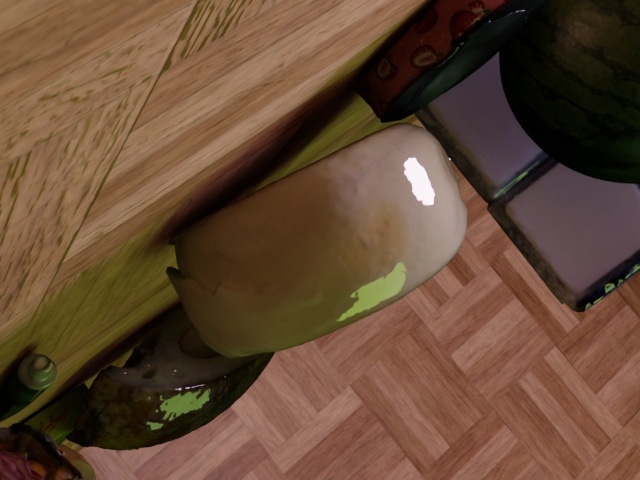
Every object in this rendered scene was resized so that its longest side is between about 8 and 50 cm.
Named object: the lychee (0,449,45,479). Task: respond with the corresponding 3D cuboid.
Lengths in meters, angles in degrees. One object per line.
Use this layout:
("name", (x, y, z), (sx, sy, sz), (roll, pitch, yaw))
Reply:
("lychee", (-0.262, 0.235, 0.709), (0.260, 0.260, 0.260), (-39, 177, -2))

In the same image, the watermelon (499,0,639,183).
("watermelon", (0.281, -0.172, 1.092), (0.242, 0.242, 0.242), (-39, 177, -2))

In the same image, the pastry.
("pastry", (0.002, -0.001, 1.009), (0.264, 0.133, 0.265), (-27, -173, 3))

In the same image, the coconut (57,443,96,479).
("coconut", (-0.398, 0.358, 1.767), (0.116, 0.116, 0.122), (-38, -146, -17))

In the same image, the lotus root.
("lotus root", (-0.174, 0.182, 1.548), (0.314, 0.142, 0.210), (-43, 166, -42))

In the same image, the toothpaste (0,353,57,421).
("toothpaste", (-0.265, 0.132, 1.066), (0.049, 0.031, 0.204), (-37, 179, -30))

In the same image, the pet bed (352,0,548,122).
("pet bed", (0.114, -0.167, 0.977), (0.201, 0.053, 0.201), (-39, 178, -2))

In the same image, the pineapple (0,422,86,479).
("pineapple", (-0.301, 0.354, 1.038), (0.300, 0.352, 0.352), (-42, 179, -30))

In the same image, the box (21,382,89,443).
("box", (-0.441, 0.319, 1.570), (0.335, 0.047, 0.187), (-40, 177, 33))

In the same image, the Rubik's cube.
("Rubik's cube", (0.325, -0.143, 1.381), (0.316, 0.313, 0.318), (-40, 176, 14))
